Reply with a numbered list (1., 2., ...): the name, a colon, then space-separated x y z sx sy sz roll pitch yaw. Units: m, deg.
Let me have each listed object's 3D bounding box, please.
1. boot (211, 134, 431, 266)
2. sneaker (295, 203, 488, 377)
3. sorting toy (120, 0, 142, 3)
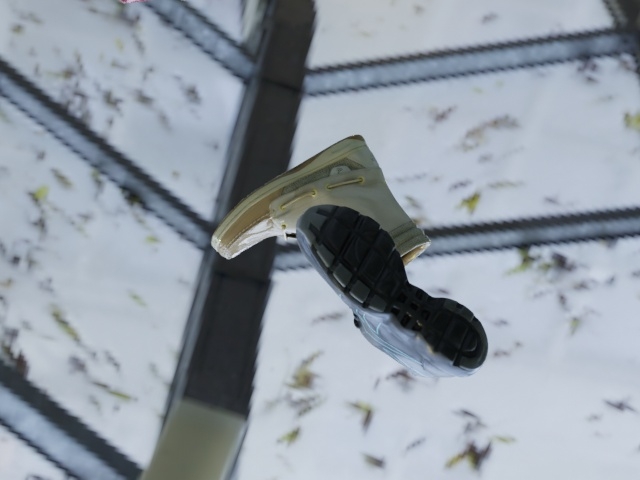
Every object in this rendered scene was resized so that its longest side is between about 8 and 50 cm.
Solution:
1. boot: 0.000 0.000 2.093 0.262 0.095 0.203 -32 -103 -5
2. sneaker: 0.062 0.069 1.663 0.267 0.106 0.101 43 -125 -16
3. sorting toy: -0.121 -0.269 1.342 0.132 0.046 0.275 39 -146 28
